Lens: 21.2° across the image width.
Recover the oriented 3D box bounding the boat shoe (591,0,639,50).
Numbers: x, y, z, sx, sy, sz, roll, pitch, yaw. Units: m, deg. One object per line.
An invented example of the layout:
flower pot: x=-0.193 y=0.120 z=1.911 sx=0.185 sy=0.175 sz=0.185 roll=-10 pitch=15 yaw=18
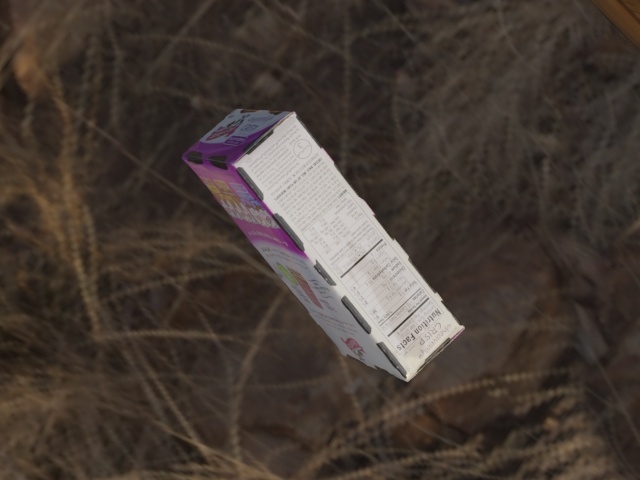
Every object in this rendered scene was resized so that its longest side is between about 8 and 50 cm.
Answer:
boat shoe: x=0.180 y=-0.063 z=0.498 sx=0.123 sy=0.342 sz=0.123 roll=-11 pitch=53 yaw=42

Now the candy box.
candy box: x=0.000 y=0.000 z=1.417 sx=0.071 sy=0.233 sz=0.159 roll=-41 pitch=17 yaw=-11
